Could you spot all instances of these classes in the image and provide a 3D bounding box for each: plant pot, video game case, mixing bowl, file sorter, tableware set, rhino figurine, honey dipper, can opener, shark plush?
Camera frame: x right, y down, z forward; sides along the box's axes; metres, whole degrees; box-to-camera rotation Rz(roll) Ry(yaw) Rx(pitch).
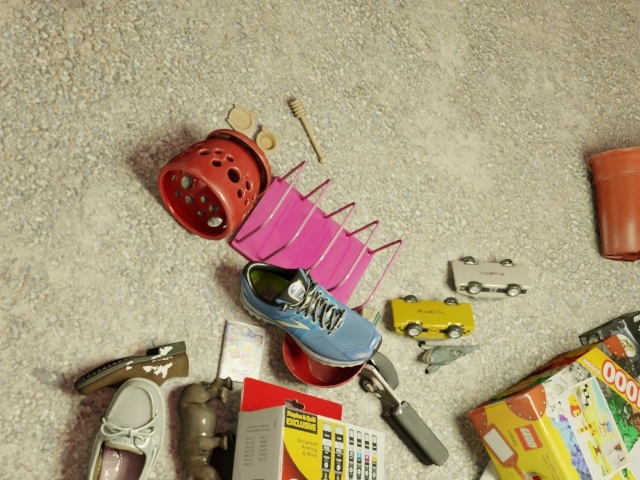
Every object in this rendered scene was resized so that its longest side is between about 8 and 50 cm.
[{"bbox_3d":[0.848,-0.084,2.244,0.272,0.272,0.265,7,80,-25],"label":"plant pot"},{"bbox_3d":[-0.162,0.233,1.766,0.087,0.011,0.122,15,69,-22],"label":"video game case"},{"bbox_3d":[0.017,0.239,1.788,0.181,0.098,0.181,-3,60,6],"label":"mixing bowl"},{"bbox_3d":[0.000,0.000,1.817,0.290,0.182,0.202,38,62,-13],"label":"file sorter"},{"bbox_3d":[-0.212,-0.124,1.747,0.191,0.191,0.174,45,53,-9],"label":"plant pot"},{"bbox_3d":[-0.166,-0.214,1.888,0.141,0.020,0.169,38,63,-13],"label":"tableware set"},{"bbox_3d":[-0.224,0.386,1.644,0.106,0.073,0.243,-7,73,12],"label":"rhino figurine"},{"bbox_3d":[-0.024,-0.249,1.966,0.030,0.030,0.161,-25,90,-30],"label":"honey dipper"},{"bbox_3d":[0.189,0.365,1.871,0.283,0.076,0.095,50,61,-7],"label":"can opener"},{"bbox_3d":[0.302,0.268,1.960,0.161,0.067,0.073,5,73,-26],"label":"shark plush"}]

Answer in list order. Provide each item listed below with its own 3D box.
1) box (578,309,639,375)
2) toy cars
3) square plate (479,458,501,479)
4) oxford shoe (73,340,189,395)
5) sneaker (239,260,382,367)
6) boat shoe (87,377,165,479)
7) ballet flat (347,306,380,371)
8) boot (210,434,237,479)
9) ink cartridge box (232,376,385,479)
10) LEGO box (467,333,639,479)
[{"bbox_3d":[0.777,0.279,2.194,0.180,0.077,0.147,-17,83,-30],"label":"box"},{"bbox_3d":[0.327,0.147,1.994,0.393,0.087,0.176,-28,53,-32],"label":"toy cars"},{"bbox_3d":[0.537,0.583,1.971,0.344,0.049,0.347,46,52,-7],"label":"square plate"},{"bbox_3d":[-0.353,0.264,1.622,0.227,0.083,0.096,-13,88,-27],"label":"oxford shoe"},{"bbox_3d":[-0.030,0.142,1.706,0.330,0.147,0.130,25,68,16],"label":"sneaker"},{"bbox_3d":[-0.360,0.406,1.529,0.118,0.103,0.320,19,80,-5],"label":"boat shoe"},{"bbox_3d":[0.081,0.219,1.880,0.052,0.057,0.168,22,60,10],"label":"ballet flat"},{"bbox_3d":[-0.147,0.535,1.658,0.115,0.112,0.305,18,59,-55],"label":"boot"},{"bbox_3d":[-0.016,0.419,1.657,0.309,0.130,0.272,25,59,-44],"label":"ink cartridge box"},{"bbox_3d":[0.610,0.516,1.894,0.372,0.193,0.500,-21,82,-39],"label":"LEGO box"}]
